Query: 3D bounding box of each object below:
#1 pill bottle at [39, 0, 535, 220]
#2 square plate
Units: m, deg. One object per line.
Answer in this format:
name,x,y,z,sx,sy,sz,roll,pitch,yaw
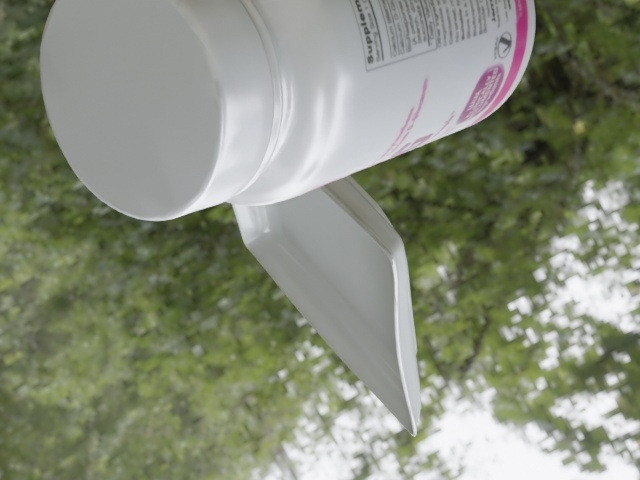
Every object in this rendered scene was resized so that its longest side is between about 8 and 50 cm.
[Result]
pill bottle,-0.012,-0.112,0.819,0.160,0.160,0.283,-15,-174,43
square plate,0.000,0.000,1.484,0.049,0.347,0.344,-33,-124,-16
